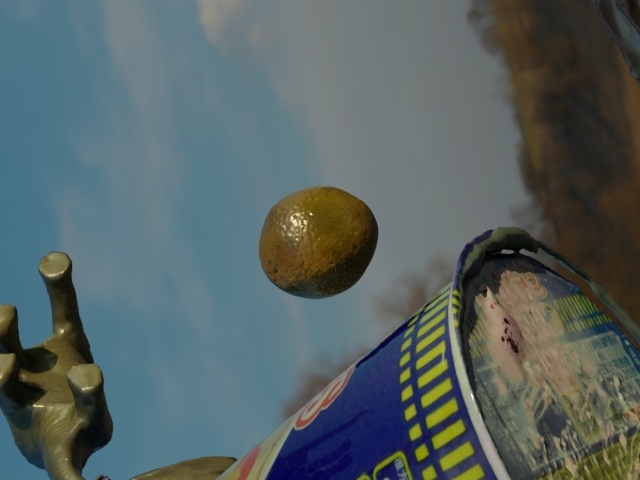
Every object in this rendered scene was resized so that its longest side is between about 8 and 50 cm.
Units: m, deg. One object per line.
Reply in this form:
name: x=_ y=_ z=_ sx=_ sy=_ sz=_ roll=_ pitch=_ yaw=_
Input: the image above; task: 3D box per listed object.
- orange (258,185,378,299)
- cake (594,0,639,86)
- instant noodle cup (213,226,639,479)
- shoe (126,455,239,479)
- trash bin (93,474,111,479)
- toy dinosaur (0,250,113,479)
orange: x=0.000 y=0.000 z=1.153 sx=0.095 sy=0.085 sz=0.085 roll=-35 pitch=-62 yaw=-33
cake: x=0.152 y=-0.047 z=0.430 sx=0.287 sy=0.098 sz=0.135 roll=59 pitch=-135 yaw=-43
instant noodle cup: x=0.053 y=0.190 z=0.917 sx=0.284 sy=0.312 sz=0.284 roll=37 pitch=-147 yaw=-30
shoe: x=-0.178 y=0.249 z=1.211 sx=0.103 sy=0.275 sz=0.098 roll=88 pitch=165 yaw=-55
trash bin: x=-0.214 y=0.392 z=1.684 sx=0.184 sy=0.162 sz=0.234 roll=-56 pitch=-34 yaw=-29
toy dinosaur: x=-0.143 y=0.123 z=0.941 sx=0.248 sy=0.075 sz=0.188 roll=-124 pitch=14 yaw=-47
